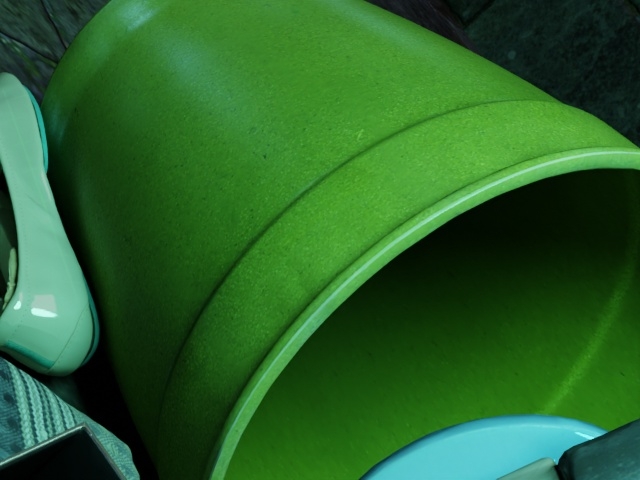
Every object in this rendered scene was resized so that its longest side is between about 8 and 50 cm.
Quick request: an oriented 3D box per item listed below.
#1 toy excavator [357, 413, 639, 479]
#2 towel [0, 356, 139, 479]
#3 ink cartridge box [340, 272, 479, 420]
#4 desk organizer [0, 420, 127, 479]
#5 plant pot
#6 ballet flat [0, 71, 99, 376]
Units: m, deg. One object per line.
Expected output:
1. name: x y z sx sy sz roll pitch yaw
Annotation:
1. toy excavator: 0.147 0.279 0.900 0.433 0.222 0.445 63 6 -1
2. towel: -0.168 0.110 0.651 0.312 0.056 0.324 39 15 -31
3. ink cartridge box: 0.080 0.103 1.420 0.272 0.130 0.309 55 18 27
4. desk organizer: -0.076 0.130 0.648 0.130 0.050 0.047 51 14 17
5. plant pot: 0.000 0.000 1.134 0.366 0.366 0.353 27 17 -50
6. ballet flat: -0.201 -0.020 1.112 0.086 0.086 0.248 31 24 -44
